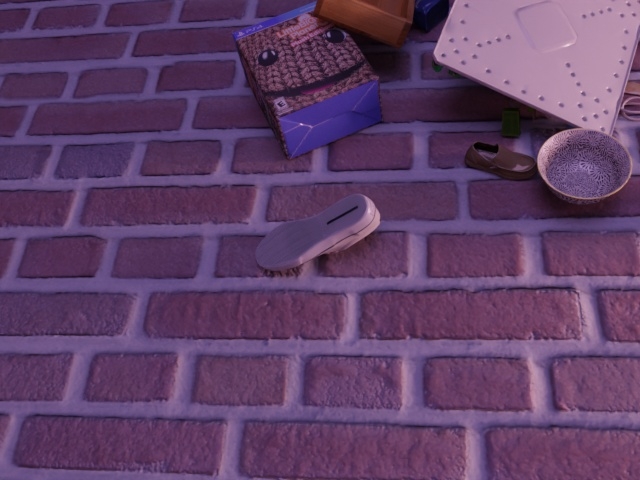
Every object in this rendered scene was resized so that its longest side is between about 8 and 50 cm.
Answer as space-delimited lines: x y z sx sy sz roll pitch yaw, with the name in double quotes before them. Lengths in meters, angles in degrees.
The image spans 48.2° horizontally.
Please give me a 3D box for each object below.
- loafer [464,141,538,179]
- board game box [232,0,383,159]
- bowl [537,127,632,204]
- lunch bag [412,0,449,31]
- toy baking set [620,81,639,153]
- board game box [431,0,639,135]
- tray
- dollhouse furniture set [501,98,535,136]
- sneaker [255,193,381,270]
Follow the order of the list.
"loafer" 0.362 -0.162 1.437 0.148 0.050 0.056 12 60 17
"board game box" -0.029 -0.359 1.576 0.232 0.141 0.291 -23 57 -6
"bowl" 0.498 -0.125 1.372 0.170 0.080 0.170 -4 56 7
"lunch bag" 0.250 -0.548 1.697 0.098 0.067 0.065 -43 60 -16
"toy baking set" 0.720 -0.249 1.445 0.197 0.030 0.256 -12 56 2
"board game box" 0.461 -0.434 1.496 0.390 0.050 0.389 24 69 -2
"tray" 0.117 -0.603 1.656 0.203 0.076 0.410 19 43 -6
"dollhouse furniture set" 0.422 -0.283 1.523 0.076 0.058 0.151 6 39 22
"sneaker" 0.000 0.000 1.375 0.258 0.091 0.094 -23 59 20
